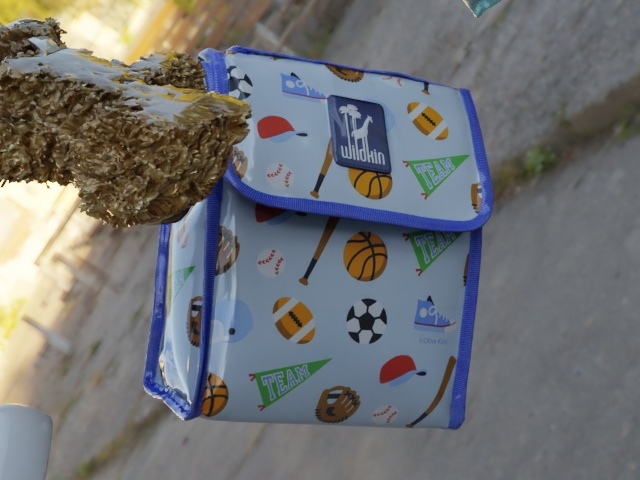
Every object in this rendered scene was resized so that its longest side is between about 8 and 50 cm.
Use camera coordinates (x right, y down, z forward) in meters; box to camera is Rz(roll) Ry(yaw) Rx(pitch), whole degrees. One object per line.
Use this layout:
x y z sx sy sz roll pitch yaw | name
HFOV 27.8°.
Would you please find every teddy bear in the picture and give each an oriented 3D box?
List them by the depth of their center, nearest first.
-0.209 -0.099 1.083 0.245 0.338 0.113 -43 -35 -56 | teddy bear

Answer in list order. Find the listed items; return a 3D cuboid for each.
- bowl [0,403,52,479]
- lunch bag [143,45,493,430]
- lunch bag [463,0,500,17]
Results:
-0.289 0.196 1.026 0.142 0.053 0.142 -22 42 25 | bowl
0.000 0.000 1.397 0.239 0.327 0.386 -171 88 -67 | lunch bag
0.199 -0.399 1.389 0.160 0.223 0.262 -31 11 45 | lunch bag
